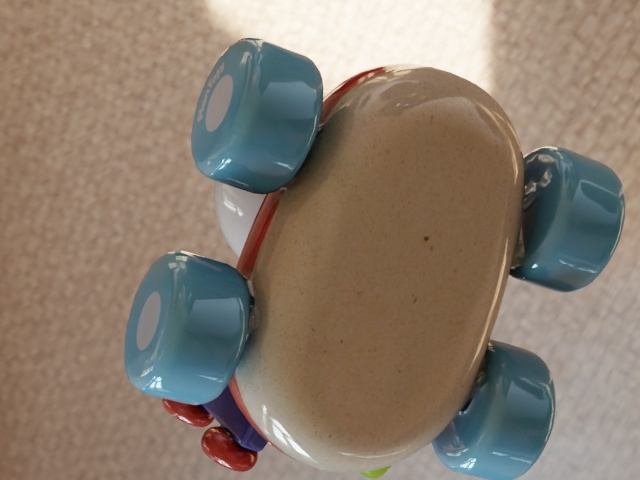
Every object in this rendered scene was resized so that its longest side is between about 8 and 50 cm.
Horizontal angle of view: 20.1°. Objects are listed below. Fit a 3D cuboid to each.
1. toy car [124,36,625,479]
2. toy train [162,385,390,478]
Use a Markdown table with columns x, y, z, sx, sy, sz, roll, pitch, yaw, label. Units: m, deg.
| x | y | z | sx | sy | sz | roll | pitch | yaw | label |
| --- | --- | --- | --- | --- | --- | --- | --- | --- | --- |
| 0.000 | 0.000 | 0.983 | 0.219 | 0.238 | 0.210 | 17 | 94 | -23 | toy car |
| -0.002 | 0.129 | 1.270 | 0.143 | 0.248 | 0.105 | 27 | 93 | -28 | toy train |
